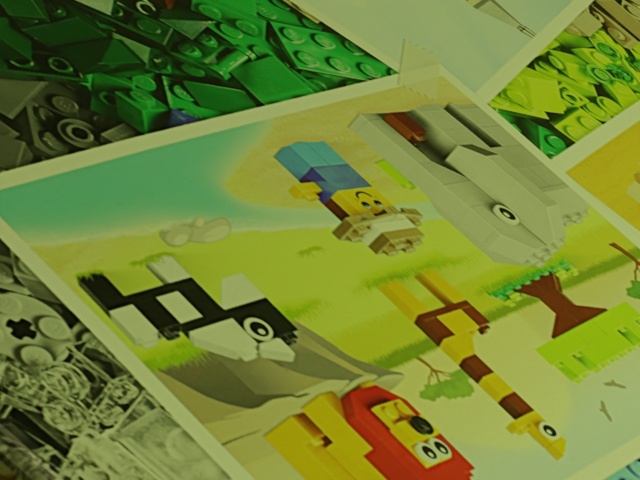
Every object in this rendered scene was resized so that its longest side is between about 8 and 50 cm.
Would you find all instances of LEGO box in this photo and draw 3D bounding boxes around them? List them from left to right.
[{"bbox_3d":[0.004,0.026,0.633,0.372,0.193,0.500,39,32,14],"label":"LEGO box"}]
